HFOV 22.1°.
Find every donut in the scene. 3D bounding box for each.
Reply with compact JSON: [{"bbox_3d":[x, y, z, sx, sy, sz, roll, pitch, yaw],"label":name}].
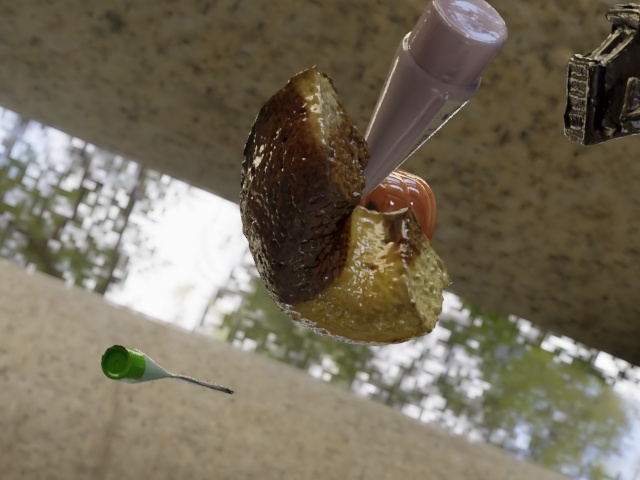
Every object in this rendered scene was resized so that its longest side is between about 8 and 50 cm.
[{"bbox_3d":[0.000,0.000,1.448,0.151,0.295,0.112,-22,-141,13],"label":"donut"}]

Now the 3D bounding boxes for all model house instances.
[{"bbox_3d":[0.325,-0.164,1.760,0.152,0.106,0.165,-46,-168,0],"label":"model house"}]

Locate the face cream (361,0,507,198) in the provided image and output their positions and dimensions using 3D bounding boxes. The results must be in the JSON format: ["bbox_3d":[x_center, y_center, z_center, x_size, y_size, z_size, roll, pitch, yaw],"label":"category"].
[{"bbox_3d":[0.098,-0.143,1.771,0.274,0.096,0.154,-57,-177,38],"label":"face cream"}]

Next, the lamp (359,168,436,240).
[{"bbox_3d":[0.074,-0.045,2.333,0.187,0.187,0.164,-139,-118,-63],"label":"lamp"}]

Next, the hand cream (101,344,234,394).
[{"bbox_3d":[-0.221,0.195,2.365,0.079,0.275,0.050,41,-82,27],"label":"hand cream"}]
